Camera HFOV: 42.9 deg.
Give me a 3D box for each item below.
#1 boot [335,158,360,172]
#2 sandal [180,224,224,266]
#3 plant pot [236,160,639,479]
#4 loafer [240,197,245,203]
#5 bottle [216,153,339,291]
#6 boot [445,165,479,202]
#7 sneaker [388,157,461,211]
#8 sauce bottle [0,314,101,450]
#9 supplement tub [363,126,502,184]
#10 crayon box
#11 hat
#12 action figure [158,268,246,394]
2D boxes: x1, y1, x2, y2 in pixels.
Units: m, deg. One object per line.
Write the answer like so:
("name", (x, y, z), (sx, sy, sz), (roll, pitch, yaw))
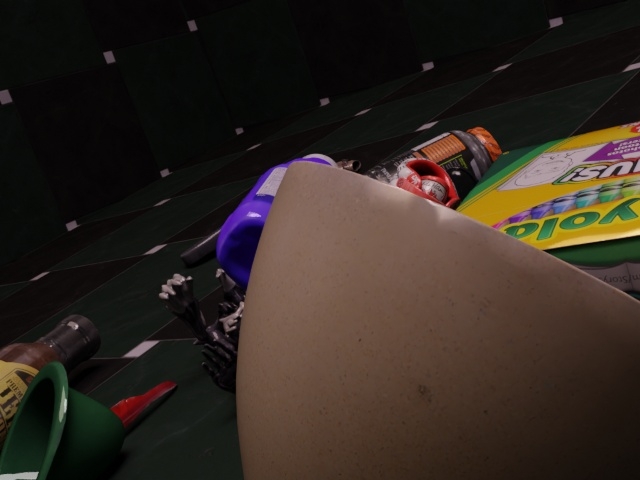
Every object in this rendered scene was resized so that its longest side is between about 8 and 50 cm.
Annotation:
("boot", (0.034, -0.147, 1.762), (0.086, 0.042, 0.118), (-13, 18, 29))
("sandal", (-0.157, -0.020, 1.608), (0.254, 0.054, 0.097), (-34, 8, -2))
("plant pot", (0.065, 0.107, 0.457), (0.191, 0.284, 0.284), (-63, 21, -4))
("loafer", (0.000, 0.000, 1.157), (0.130, 0.134, 0.366), (-25, 24, -21))
("bottle", (-0.028, -0.029, 0.925), (0.092, 0.118, 0.283), (-53, 5, 24))
("boot", (0.166, -0.022, 0.965), (0.045, 0.121, 0.099), (-16, 10, 32))
("sneaker", (0.073, 0.012, 0.865), (0.145, 0.090, 0.270), (-56, 4, 37))
("sauce bottle", (-0.424, 0.207, 1.075), (0.111, 0.111, 0.344), (-14, 19, 32))
("supplement tub", (0.166, -0.085, 1.184), (0.190, 0.117, 0.117), (-26, 15, -10))
("crayon box", (0.308, -0.026, 0.758), (0.362, 0.106, 0.313), (-11, 18, 33))
("hat", (-0.225, 0.228, 0.868), (0.173, 0.183, 0.209), (-15, 57, 53))
("action figure", (-0.091, 0.078, 0.966), (0.164, 0.141, 0.275), (-28, 18, -6))
